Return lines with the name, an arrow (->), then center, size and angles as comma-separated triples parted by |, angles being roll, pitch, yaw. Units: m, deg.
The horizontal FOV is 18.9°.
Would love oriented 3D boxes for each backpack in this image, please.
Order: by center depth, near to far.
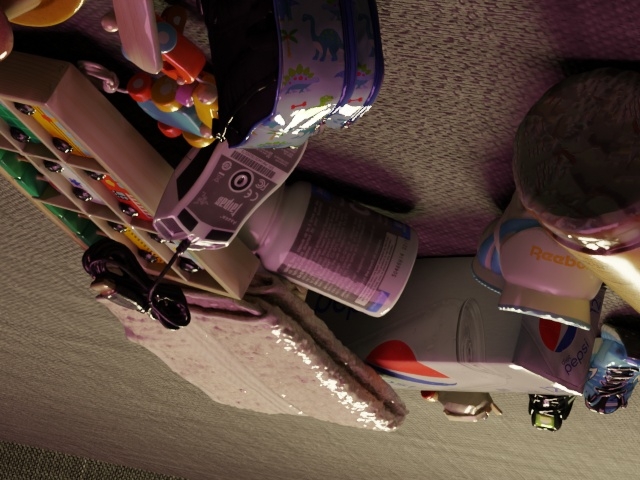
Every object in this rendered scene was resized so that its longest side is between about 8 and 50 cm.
backpack -> -0.013, -0.109, 1.059 | 0.084, 0.105, 0.114 | -5, 171, -18

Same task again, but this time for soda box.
soda box -> 0.103, 0.073, 1.653 | 0.091, 0.098, 0.286 | 25, 163, -36

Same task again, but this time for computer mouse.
computer mouse -> -0.082, -0.027, 1.357 | 0.106, 0.193, 0.042 | 30, -164, -41

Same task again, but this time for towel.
towel -> -0.058, 0.093, 1.618 | 0.187, 0.049, 0.282 | 7, 158, 31

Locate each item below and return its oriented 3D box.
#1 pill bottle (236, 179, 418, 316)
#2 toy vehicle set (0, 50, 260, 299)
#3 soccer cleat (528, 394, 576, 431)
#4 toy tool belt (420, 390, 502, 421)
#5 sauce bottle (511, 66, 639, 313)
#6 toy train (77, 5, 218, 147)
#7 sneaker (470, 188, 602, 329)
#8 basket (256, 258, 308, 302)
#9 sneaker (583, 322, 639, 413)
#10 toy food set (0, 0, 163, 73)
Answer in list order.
pill bottle -> 0.000, 0.000, 1.500 | 0.137, 0.078, 0.078 | 24, 164, -12
toy vehicle set -> -0.176, -0.053, 1.416 | 0.166, 0.035, 0.267 | 14, 157, 38
soccer cleat -> 0.223, 0.141, 1.843 | 0.060, 0.072, 0.179 | 11, 166, 13
toy tool belt -> 0.154, 0.176, 2.097 | 0.083, 0.052, 0.051 | 1, 152, 45
sauce bottle -> 0.235, 0.001, 1.226 | 0.111, 0.111, 0.344 | 5, 165, 32
toy train -> -0.094, -0.113, 1.247 | 0.125, 0.046, 0.166 | 36, 166, -15
sneaker -> 0.161, 0.001, 1.353 | 0.087, 0.092, 0.228 | 13, -174, -4
basket -> -0.027, 0.091, 1.837 | 0.113, 0.103, 0.167 | -1, 158, 45
sneaker -> 0.269, 0.120, 1.716 | 0.063, 0.073, 0.162 | 14, 166, 2
toy food set -> -0.192, -0.150, 0.989 | 0.218, 0.071, 0.128 | 25, 142, 18
